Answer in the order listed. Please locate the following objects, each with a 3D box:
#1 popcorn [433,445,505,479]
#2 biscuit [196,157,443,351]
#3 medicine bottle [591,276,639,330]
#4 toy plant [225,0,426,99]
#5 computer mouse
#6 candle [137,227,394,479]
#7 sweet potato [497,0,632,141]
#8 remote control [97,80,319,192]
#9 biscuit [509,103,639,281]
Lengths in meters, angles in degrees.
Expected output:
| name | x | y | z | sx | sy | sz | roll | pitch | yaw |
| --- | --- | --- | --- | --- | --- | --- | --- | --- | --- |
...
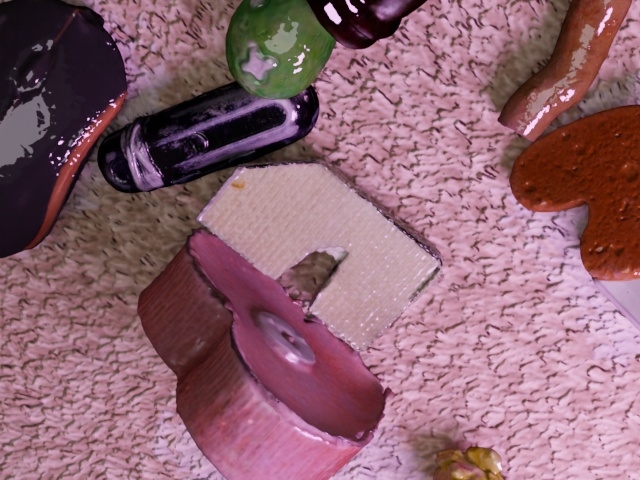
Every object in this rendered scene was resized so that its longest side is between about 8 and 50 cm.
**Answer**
| name | x | y | z | sx | sy | sz | roll | pitch | yaw |
| --- | --- | --- | --- | --- | --- | --- | --- | --- | --- |
| popcorn | 0.172 | 0.285 | 1.370 | 0.089 | 0.097 | 0.109 | -13 | 90 | 9 |
| biscuit | 0.000 | 0.000 | 1.355 | 0.250 | 0.046 | 0.147 | 38 | 105 | -7 |
| medicine bottle | 0.393 | 0.016 | 1.280 | 0.188 | 0.088 | 0.132 | -44 | 89 | 15 |
| toy plant | 0.001 | -0.266 | 1.247 | 0.235 | 0.175 | 0.218 | -17 | 71 | 29 |
| computer mouse | -0.342 | -0.119 | 1.368 | 0.183 | 0.116 | 0.323 | 31 | 105 | -1 |
| candle | -0.055 | 0.146 | 1.320 | 0.131 | 0.287 | 0.317 | -48 | 47 | 18 |
| sweet potato | 0.281 | -0.227 | 1.263 | 0.067 | 0.059 | 0.281 | 28 | 106 | -7 |
| remote control | -0.130 | -0.115 | 1.354 | 0.266 | 0.066 | 0.090 | -19 | 97 | 13 |
| biscuit | 0.294 | -0.041 | 1.261 | 0.186 | 0.036 | 0.192 | -23 | 60 | 23 |
